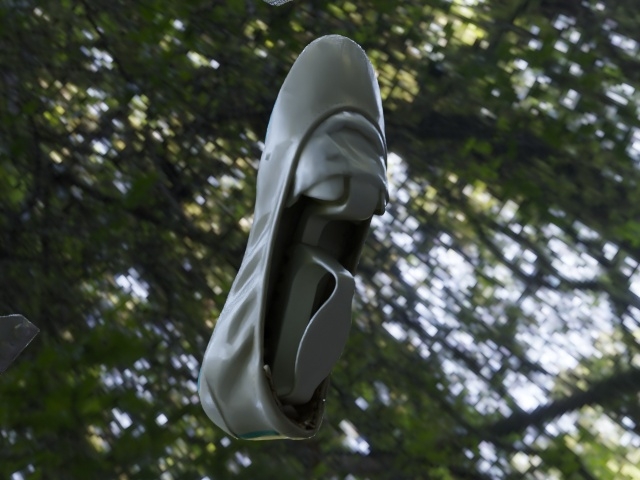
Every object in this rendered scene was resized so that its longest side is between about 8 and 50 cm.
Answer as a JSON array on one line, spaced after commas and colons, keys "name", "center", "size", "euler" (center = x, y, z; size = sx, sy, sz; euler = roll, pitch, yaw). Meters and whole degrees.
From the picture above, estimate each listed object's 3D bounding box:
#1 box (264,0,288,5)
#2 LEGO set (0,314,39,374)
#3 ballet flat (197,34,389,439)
[{"name": "box", "center": [0.014, -0.255, 0.656], "size": [0.215, 0.345, 0.168], "euler": [36, -108, -23]}, {"name": "LEGO set", "center": [-0.195, -0.026, 0.422], "size": [0.060, 0.182, 0.244], "euler": [-53, -35, -5]}, {"name": "ballet flat", "center": [0.000, 0.000, 0.898], "size": [0.086, 0.086, 0.248], "euler": [17, -94, -34]}]
